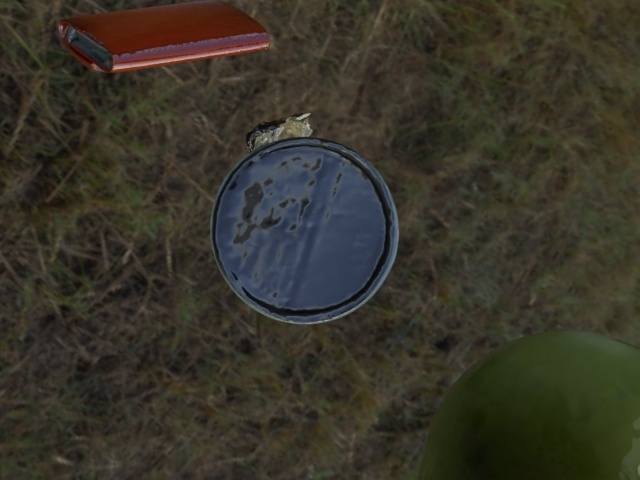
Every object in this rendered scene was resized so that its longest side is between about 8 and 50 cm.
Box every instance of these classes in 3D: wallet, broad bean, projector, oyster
[{"bbox_3d":[-0.180,-0.236,1.067,0.204,0.142,0.045,-17,126,-33],"label":"wallet"},{"bbox_3d":[0.154,0.199,0.640,0.119,0.238,0.291,9,112,-33],"label":"broad bean"},{"bbox_3d":[0.000,0.000,0.663,0.108,0.108,0.337,-57,176,-1],"label":"projector"},{"bbox_3d":[-0.046,-0.107,0.960,0.086,0.029,0.132,-35,178,-13],"label":"oyster"}]
